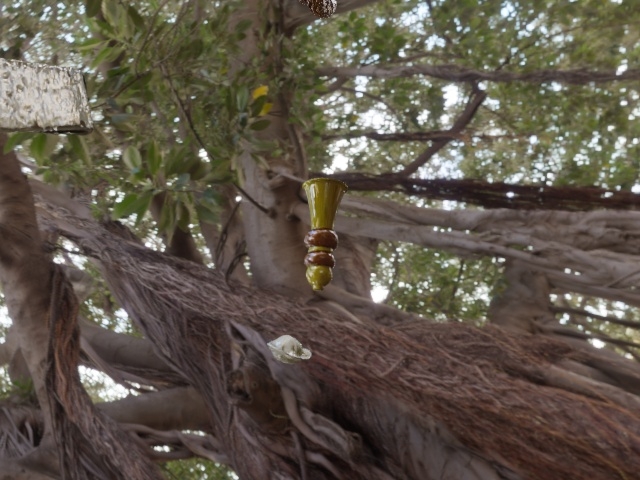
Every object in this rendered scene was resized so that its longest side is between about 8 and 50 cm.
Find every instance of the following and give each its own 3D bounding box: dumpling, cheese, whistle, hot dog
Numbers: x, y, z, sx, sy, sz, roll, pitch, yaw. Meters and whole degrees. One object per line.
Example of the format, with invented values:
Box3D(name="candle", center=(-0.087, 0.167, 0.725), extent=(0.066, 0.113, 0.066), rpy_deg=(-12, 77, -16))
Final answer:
Box3D(name="dumpling", center=(-0.046, 0.177, 0.872), extent=(0.043, 0.060, 0.077), rpy_deg=(-56, -47, -19))
Box3D(name="cheese", center=(-0.330, -0.137, 0.516), extent=(0.400, 0.034, 0.085), rpy_deg=(-59, -31, -77))
Box3D(name="whistle", center=(-0.004, -0.003, 0.544), extent=(0.046, 0.057, 0.109), rpy_deg=(16, -106, -35))
Box3D(name="hot dog", center=(-0.009, -0.321, 0.724), extent=(0.035, 0.058, 0.083), rpy_deg=(-52, -11, 18))
